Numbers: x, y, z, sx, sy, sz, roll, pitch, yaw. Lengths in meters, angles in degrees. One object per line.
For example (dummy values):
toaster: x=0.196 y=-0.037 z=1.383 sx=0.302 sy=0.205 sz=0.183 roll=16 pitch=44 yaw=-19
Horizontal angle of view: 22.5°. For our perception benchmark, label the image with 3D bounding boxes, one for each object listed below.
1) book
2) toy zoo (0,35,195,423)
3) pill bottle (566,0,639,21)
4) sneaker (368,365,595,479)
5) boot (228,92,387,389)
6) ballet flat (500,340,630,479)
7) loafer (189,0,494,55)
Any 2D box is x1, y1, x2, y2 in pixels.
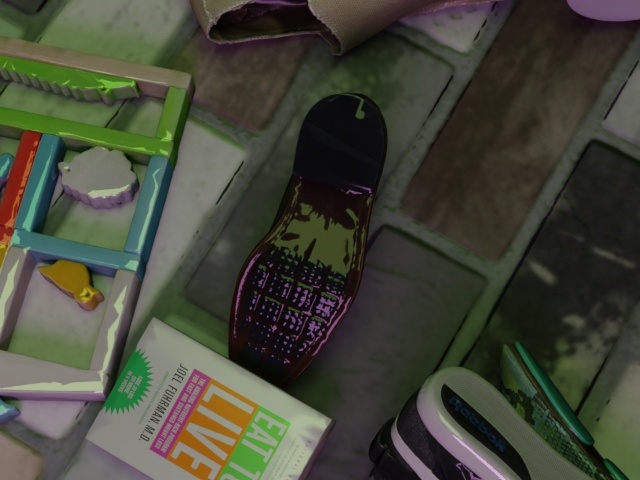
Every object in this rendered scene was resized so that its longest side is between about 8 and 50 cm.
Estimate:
book: x=-0.074 y=0.128 z=1.093 sx=0.144 sy=0.035 sz=0.096 roll=28 pitch=87 yaw=14
toy zoo: x=-0.217 y=-0.002 z=1.153 sx=0.192 sy=0.030 sz=0.293 roll=12 pitch=72 yaw=7
pill bottle: x=0.218 y=-0.274 z=1.180 sx=0.117 sy=0.117 sz=0.215 roll=0 pitch=71 yaw=3
sneaker: x=0.122 y=0.190 z=1.036 sx=0.217 sy=0.121 sz=0.079 roll=49 pitch=45 yaw=10
boot: x=0.000 y=0.000 z=1.128 sx=0.082 sy=0.106 sz=0.219 roll=23 pitch=102 yaw=6
ballet flat: x=0.164 y=0.154 z=1.069 sx=0.070 sy=0.070 sz=0.188 roll=-35 pitch=70 yaw=-9
loafer: x=0.028 y=-0.184 z=1.173 sx=0.268 sy=0.102 sz=0.092 roll=-2 pitch=72 yaw=12
